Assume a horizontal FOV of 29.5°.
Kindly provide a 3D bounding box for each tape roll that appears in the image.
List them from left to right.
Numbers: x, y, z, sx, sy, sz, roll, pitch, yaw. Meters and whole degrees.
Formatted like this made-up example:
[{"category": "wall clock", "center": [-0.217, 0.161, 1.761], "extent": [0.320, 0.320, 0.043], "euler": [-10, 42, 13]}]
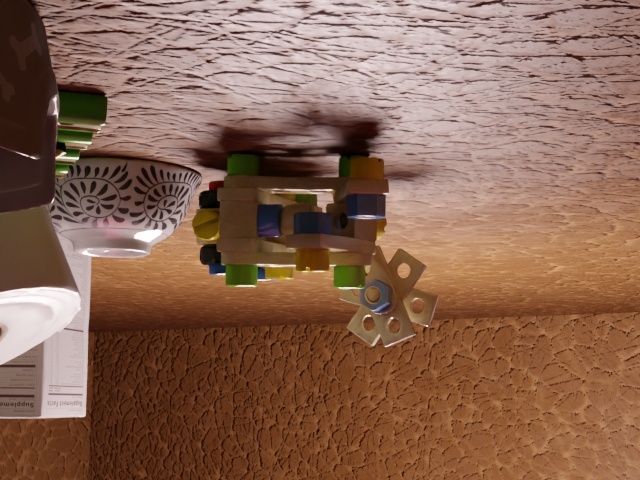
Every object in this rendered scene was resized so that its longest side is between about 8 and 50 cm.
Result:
[{"category": "tape roll", "center": [-0.347, 0.057, 1.009], "extent": [0.286, 0.100, 0.286], "euler": [-23, 167, -6]}]

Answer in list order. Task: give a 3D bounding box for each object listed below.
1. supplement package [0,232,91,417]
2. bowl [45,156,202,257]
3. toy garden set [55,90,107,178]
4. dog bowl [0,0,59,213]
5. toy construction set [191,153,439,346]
[{"category": "supplement package", "center": [-0.370, 0.095, 1.487], "extent": [0.134, 0.244, 0.139], "euler": [-1, 172, 12]}, {"category": "bowl", "center": [-0.203, -0.026, 1.187], "extent": [0.170, 0.080, 0.170], "euler": [2, 172, 0]}, {"category": "toy garden set", "center": [-0.291, -0.073, 0.965], "extent": [0.204, 0.049, 0.244], "euler": [4, 172, -19]}, {"category": "dog bowl", "center": [-0.312, -0.087, 0.679], "extent": [0.349, 0.102, 0.349], "euler": [2, 172, 0]}, {"category": "toy construction set", "center": [0.000, 0.000, 1.173], "extent": [0.215, 0.151, 0.327], "euler": [-2, 161, 18]}]
